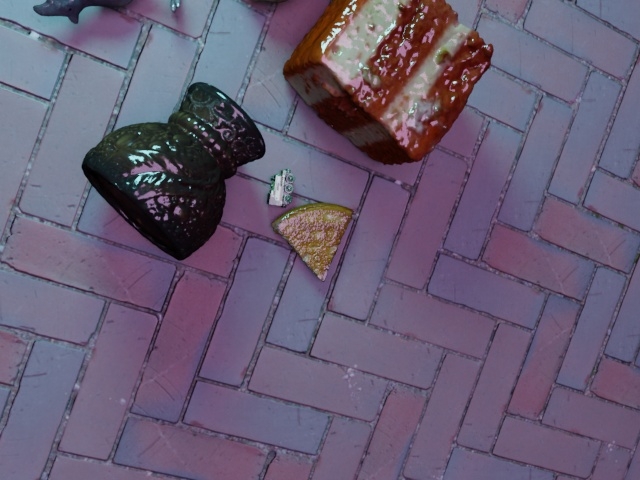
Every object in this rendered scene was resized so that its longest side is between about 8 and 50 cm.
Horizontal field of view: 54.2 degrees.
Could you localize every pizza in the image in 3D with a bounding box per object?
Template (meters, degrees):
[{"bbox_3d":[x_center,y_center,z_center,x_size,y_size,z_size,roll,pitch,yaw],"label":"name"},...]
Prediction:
[{"bbox_3d":[0.000,0.000,1.373,0.185,0.036,0.176,-22,104,-15],"label":"pizza"}]

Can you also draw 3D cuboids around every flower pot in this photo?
[{"bbox_3d":[-0.258,-0.139,1.172,0.266,0.267,0.267,48,72,-16],"label":"flower pot"}]

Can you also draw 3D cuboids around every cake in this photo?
[{"bbox_3d":[0.124,-0.340,1.250,0.320,0.270,0.269,36,85,-16],"label":"cake"}]

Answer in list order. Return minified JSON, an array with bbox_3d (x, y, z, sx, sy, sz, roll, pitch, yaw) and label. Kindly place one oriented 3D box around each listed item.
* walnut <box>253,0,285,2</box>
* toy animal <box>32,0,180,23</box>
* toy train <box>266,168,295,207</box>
[{"bbox_3d":[-0.077,-0.572,1.218,0.178,0.178,0.230,25,100,-18],"label":"walnut"},{"bbox_3d":[-0.346,-0.519,1.182,0.206,0.081,0.366,34,82,-20],"label":"toy animal"},{"bbox_3d":[-0.085,-0.112,1.335,0.053,0.033,0.083,5,95,-14],"label":"toy train"}]
